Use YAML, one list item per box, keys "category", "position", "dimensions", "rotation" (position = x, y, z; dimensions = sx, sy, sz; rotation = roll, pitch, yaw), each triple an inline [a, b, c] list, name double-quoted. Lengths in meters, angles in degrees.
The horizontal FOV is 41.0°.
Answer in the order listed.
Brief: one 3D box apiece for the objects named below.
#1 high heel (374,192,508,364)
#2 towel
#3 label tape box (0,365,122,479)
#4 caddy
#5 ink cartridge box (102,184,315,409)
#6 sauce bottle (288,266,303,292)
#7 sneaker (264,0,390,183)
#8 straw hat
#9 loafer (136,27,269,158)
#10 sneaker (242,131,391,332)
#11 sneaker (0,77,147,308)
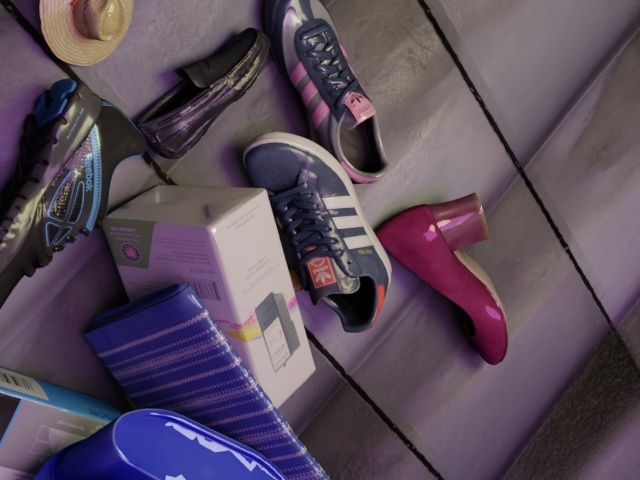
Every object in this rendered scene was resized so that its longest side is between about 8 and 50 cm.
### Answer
- category: "high heel"
  position: [0.217, 0.090, 1.500]
  dimensions: [0.181, 0.127, 0.377]
  rotation: [-17, 120, 2]
- category: "towel"
  position: [-0.153, 0.214, 1.139]
  dimensions: [0.336, 0.243, 0.040]
  rotation: [56, 43, -13]
- category: "label tape box"
  position: [-0.437, 0.345, 1.097]
  dimensions: [0.249, 0.115, 0.348]
  rotation: [28, 85, -37]
- category: "caddy"
  position: [-0.190, 0.363, 1.050]
  dimensions: [0.341, 0.179, 0.241]
  rotation: [32, 41, -22]
- category: "ink cartridge box"
  position: [-0.138, 0.108, 1.165]
  dimensions: [0.119, 0.207, 0.353]
  rotation: [-40, 125, -45]
- category: "sauce bottle"
  position: [-0.085, 0.074, 1.303]
  dimensions: [0.128, 0.042, 0.042]
  rotation: [-16, 111, -31]
- category: "sneaker"
  position: [0.024, -0.225, 1.240]
  dimensions: [0.112, 0.131, 0.319]
  rotation: [-35, 120, -21]
- category: "straw hat"
  position: [-0.269, -0.279, 1.050]
  dimensions: [0.144, 0.061, 0.144]
  rotation: [-27, 129, -39]
- category: "loafer"
  position: [-0.156, -0.209, 1.157]
  dimensions: [0.223, 0.076, 0.078]
  rotation: [-49, 132, -9]
- category: "sneaker"
  position: [0.000, 0.000, 1.256]
  dimensions: [0.350, 0.131, 0.148]
  rotation: [51, 34, -32]
- category: "sneaker"
  position: [-0.338, -0.024, 1.057]
  dimensions: [0.139, 0.125, 0.341]
  rotation: [33, 86, -40]
